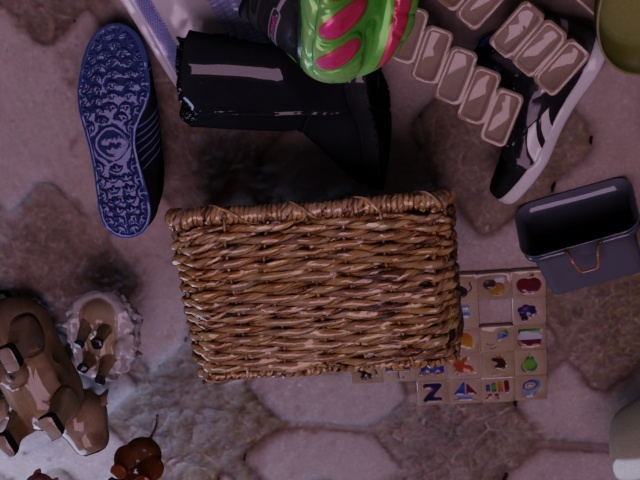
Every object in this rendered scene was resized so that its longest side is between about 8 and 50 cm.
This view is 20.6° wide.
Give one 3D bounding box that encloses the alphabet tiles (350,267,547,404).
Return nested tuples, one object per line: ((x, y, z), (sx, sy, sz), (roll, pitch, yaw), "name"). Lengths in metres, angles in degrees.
((0.150, 0.118, 2.098), (0.237, 0.009, 0.198), (-3, 126, 4), "alphabet tiles")

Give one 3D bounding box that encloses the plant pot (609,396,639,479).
((0.485, 0.236, 2.050), (0.274, 0.256, 0.256), (-14, 126, 31), "plant pot")

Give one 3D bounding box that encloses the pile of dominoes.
((0.153, -0.242, 1.779), (0.251, 0.040, 0.196), (41, 104, -3), "pile of dominoes")

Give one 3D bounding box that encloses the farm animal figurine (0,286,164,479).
((-0.338, 0.204, 2.088), (0.330, 0.172, 0.327), (-4, 114, 14), "farm animal figurine")

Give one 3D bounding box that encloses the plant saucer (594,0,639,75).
((0.355, -0.272, 1.730), (0.241, 0.037, 0.241), (-26, 141, -23), "plant saucer")

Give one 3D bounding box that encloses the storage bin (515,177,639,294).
((0.298, 0.007, 1.967), (0.135, 0.098, 0.091), (-17, 134, 13), "storage bin")

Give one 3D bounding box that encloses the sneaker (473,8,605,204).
((0.201, -0.150, 1.867), (0.121, 0.079, 0.217), (23, 115, -10), "sneaker")

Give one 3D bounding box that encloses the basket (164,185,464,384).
((0.000, 0.000, 1.891), (0.299, 0.213, 0.223), (-5, 123, 6), "basket")

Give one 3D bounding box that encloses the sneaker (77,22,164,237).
((-0.212, -0.122, 1.898), (0.081, 0.090, 0.232), (0, 105, 3), "sneaker")

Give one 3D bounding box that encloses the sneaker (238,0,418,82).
((-0.011, -0.384, 1.587), (0.202, 0.185, 0.483), (24, 118, 37), "sneaker")

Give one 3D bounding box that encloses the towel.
((-0.071, -0.280, 1.801), (0.285, 0.034, 0.209), (-20, 124, 15), "towel")

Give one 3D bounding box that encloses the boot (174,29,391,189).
((-0.036, -0.139, 1.848), (0.207, 0.094, 0.246), (3, 155, 12), "boot")
